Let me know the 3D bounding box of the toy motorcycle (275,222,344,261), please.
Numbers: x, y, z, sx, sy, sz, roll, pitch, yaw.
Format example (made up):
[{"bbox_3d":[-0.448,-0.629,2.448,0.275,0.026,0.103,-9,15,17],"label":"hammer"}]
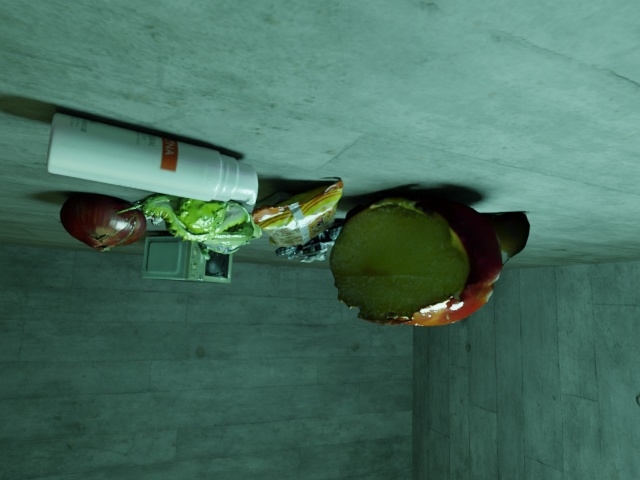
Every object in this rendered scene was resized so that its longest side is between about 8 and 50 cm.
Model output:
[{"bbox_3d":[0.000,0.000,1.466,0.327,0.142,0.188,-18,172,25],"label":"toy motorcycle"}]

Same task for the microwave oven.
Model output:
[{"bbox_3d":[-0.615,0.086,1.891,0.287,0.218,0.355,1,172,18],"label":"microwave oven"}]

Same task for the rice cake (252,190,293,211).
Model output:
[{"bbox_3d":[-0.134,-0.101,1.106,0.047,0.036,0.207,-11,179,-32],"label":"rice cake"}]

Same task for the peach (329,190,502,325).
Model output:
[{"bbox_3d":[0.233,0.055,1.052,0.418,0.338,0.353,7,171,1],"label":"peach"}]

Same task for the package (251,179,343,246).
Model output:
[{"bbox_3d":[-0.044,-0.057,1.029,0.224,0.108,0.288,-27,173,-4],"label":"package"}]

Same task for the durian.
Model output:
[{"bbox_3d":[-0.338,-0.067,1.077,0.376,0.132,0.106,4,-145,-44],"label":"durian"}]

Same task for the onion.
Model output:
[{"bbox_3d":[-0.666,-0.054,1.232,0.248,0.161,0.248,23,169,5],"label":"onion"}]

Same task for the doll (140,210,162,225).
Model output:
[{"bbox_3d":[-0.590,-0.077,1.393,0.085,0.040,0.058,3,160,-36],"label":"doll"}]

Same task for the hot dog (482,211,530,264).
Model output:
[{"bbox_3d":[0.464,0.016,1.244,0.327,0.193,0.107,-3,-177,19],"label":"hot dog"}]

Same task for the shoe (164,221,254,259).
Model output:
[{"bbox_3d":[-0.331,-0.025,1.207,0.263,0.128,0.140,4,-146,-26],"label":"shoe"}]

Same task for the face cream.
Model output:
[{"bbox_3d":[-0.278,-0.133,0.717,0.346,0.101,0.102,7,170,-33],"label":"face cream"}]

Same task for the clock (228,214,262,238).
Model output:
[{"bbox_3d":[-0.291,-0.046,1.420,0.170,0.069,0.232,1,172,8],"label":"clock"}]
